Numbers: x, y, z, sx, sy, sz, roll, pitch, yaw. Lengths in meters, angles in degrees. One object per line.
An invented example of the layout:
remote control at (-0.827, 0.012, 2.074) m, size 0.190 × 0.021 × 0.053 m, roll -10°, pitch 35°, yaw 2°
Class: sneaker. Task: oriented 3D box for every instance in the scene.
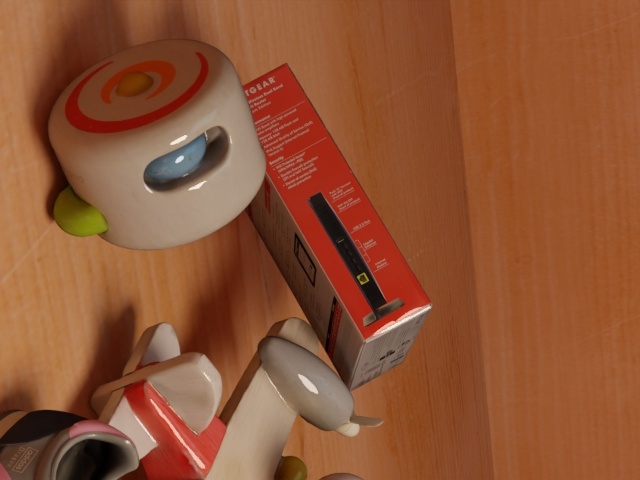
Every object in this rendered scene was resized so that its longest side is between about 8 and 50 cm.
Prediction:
sneaker at (-0.255, 0.250, 1.082) m, size 0.319 × 0.131 × 0.112 m, roll -66°, pitch 148°, yaw -50°

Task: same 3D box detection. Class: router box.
router box at (0.000, 0.000, 1.512) m, size 0.301 × 0.082 × 0.335 m, roll 60°, pitch -9°, yaw 12°

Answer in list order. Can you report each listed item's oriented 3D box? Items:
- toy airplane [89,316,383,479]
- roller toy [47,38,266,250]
toy airplane at (-0.071, 0.259, 1.381) m, size 0.384 × 0.272 × 0.386 m, roll 22°, pitch 68°, yaw -68°
roller toy at (-0.157, -0.101, 1.293) m, size 0.209 × 0.191 × 0.146 m, roll -70°, pitch 150°, yaw -46°
